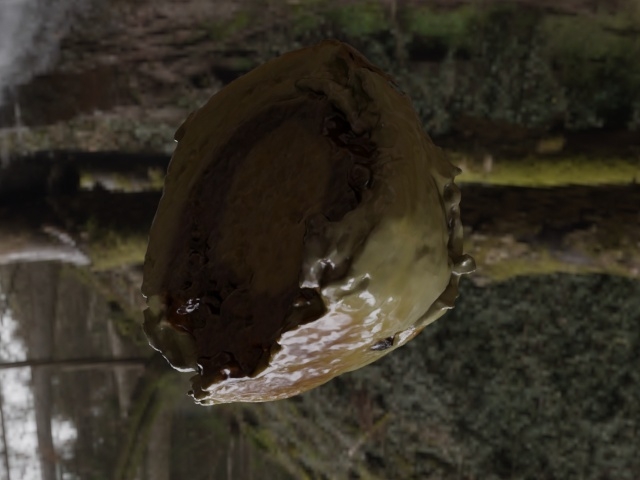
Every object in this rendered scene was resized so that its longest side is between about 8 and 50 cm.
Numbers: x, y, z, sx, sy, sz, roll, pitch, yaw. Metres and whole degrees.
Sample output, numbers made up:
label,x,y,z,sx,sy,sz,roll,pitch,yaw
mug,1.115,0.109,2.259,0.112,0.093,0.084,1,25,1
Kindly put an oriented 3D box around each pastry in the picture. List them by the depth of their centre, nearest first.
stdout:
label,x,y,z,sx,sy,sz,roll,pitch,yaw
pastry,-0.005,-0.002,0.913,0.170,0.256,0.237,23,-134,-35
